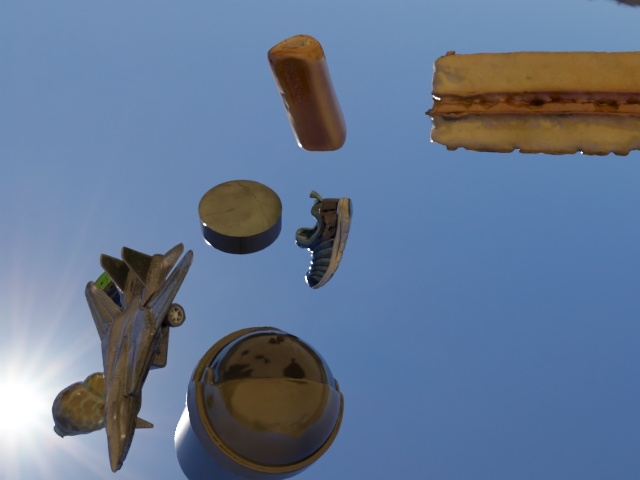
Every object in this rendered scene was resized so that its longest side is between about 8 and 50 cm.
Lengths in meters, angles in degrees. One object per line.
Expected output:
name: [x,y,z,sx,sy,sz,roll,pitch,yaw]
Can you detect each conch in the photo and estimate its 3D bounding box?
conch: [-0.429,0.304,1.511,0.116,0.173,0.105,7,-122,-20]

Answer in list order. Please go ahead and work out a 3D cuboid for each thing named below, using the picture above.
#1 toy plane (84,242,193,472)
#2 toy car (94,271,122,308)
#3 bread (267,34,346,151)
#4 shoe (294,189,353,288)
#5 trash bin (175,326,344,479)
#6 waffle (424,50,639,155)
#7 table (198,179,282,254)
toy plane: [-0.220,0.141,1.001,0.088,0.212,0.267,16,-115,-48]
toy car: [-0.382,0.112,1.645,0.062,0.071,0.165,42,-178,31]
bread: [-0.017,-0.244,1.374,0.093,0.239,0.073,3,-123,16]
shoe: [0.000,0.000,1.683,0.106,0.207,0.091,12,-158,1]
trash bin: [-0.091,0.244,1.177,0.214,0.334,0.214,8,-119,-15]
waffle: [0.319,-0.148,0.909,0.377,0.113,0.261,4,-168,17]
table: [-0.128,-0.039,1.335,0.134,0.043,0.133,2,-135,-2]
